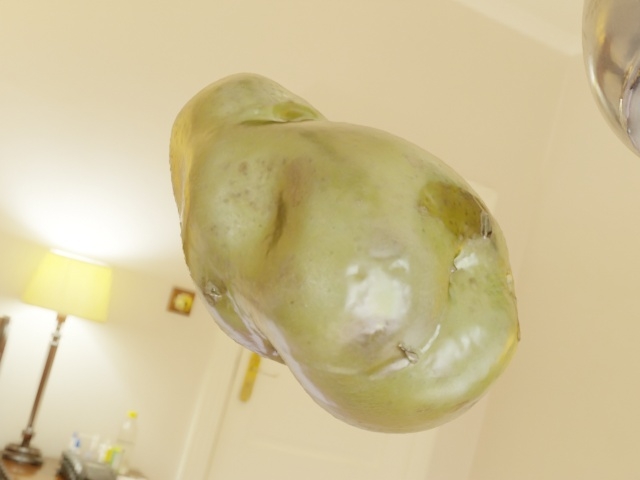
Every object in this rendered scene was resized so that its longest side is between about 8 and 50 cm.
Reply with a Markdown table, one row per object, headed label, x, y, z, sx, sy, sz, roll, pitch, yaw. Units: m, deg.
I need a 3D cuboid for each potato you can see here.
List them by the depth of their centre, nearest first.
| label | x | y | z | sx | sy | sz | roll | pitch | yaw |
| --- | --- | --- | --- | --- | --- | --- | --- | --- | --- |
| potato | 0.001 | -0.003 | 0.691 | 0.351 | 0.202 | 0.218 | 42 | 8 | 34 |

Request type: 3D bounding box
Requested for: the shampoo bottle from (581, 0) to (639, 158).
| label | x | y | z | sx | sy | sz | roll | pitch | yaw |
| --- | --- | --- | --- | --- | --- | --- | --- | --- | --- |
| shampoo bottle | 0.354 | -0.196 | 0.724 | 0.273 | 0.266 | 0.273 | 9 | -38 | 7 |
